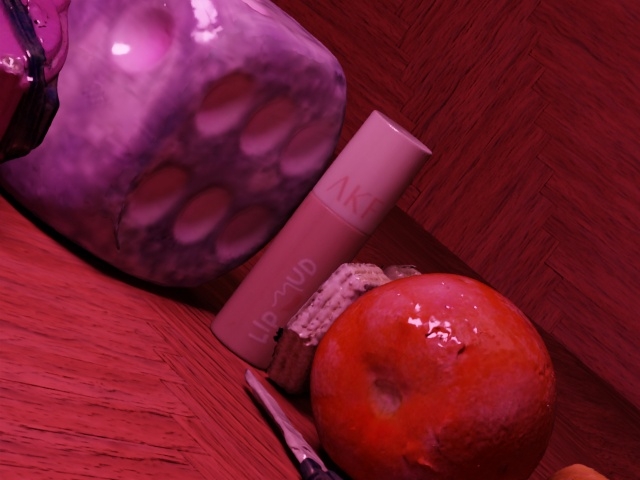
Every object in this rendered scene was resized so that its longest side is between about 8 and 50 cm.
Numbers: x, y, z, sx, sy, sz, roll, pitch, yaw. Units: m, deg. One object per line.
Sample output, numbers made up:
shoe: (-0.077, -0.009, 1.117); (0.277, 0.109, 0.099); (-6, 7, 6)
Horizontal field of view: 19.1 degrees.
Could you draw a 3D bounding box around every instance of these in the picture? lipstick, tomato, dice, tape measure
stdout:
lipstick: (0.000, 0.000, 1.760); (0.070, 0.254, 0.070); (37, 8, -6)
tomato: (0.101, 0.130, 1.625); (0.208, 0.208, 0.184); (42, 21, 28)
dice: (-0.161, -0.135, 1.778); (0.271, 0.270, 0.270); (42, 10, 31)
tape measure: (-0.318, -0.173, 1.535); (0.231, 0.149, 0.245); (18, 32, -23)

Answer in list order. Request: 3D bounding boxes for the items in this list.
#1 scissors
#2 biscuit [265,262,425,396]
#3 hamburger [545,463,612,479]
scissors: (-0.009, 0.180, 1.540); (0.109, 0.022, 0.300); (36, 6, -35)
biscuit: (0.024, 0.082, 1.783); (0.046, 0.147, 0.250); (44, 9, 14)
hamburger: (0.227, 0.270, 1.630); (0.083, 0.138, 0.147); (28, 6, -34)
